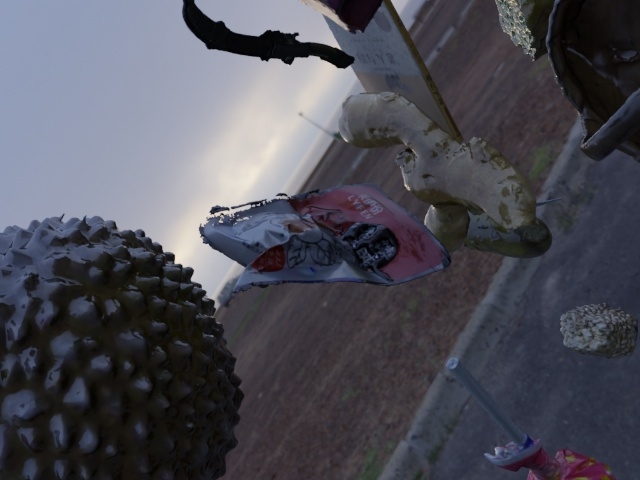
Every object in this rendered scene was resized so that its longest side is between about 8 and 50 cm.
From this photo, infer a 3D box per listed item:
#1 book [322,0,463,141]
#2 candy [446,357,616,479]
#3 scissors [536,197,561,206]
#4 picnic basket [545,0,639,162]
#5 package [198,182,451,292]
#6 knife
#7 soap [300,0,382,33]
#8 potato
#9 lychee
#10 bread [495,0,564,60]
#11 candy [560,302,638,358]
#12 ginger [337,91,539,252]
[{"bbox_3d":[0.151,-0.381,1.599,0.032,0.389,0.269,-44,32,-13],"label":"book"},{"bbox_3d":[0.252,0.252,0.865,0.124,0.365,0.124,-30,31,21],"label":"candy"},{"bbox_3d":[0.363,-0.060,1.210,0.083,0.036,0.006,-16,54,34],"label":"scissors"},{"bbox_3d":[0.436,-0.224,0.897,0.293,0.337,0.337,-54,6,38],"label":"picnic basket"},{"bbox_3d":[0.000,0.000,0.868,0.270,0.194,0.071,-8,-41,-31],"label":"package"},{"bbox_3d":[-0.050,-0.204,0.759,0.021,0.222,0.045,36,112,47],"label":"knife"},{"bbox_3d":[0.036,-0.356,0.721,0.250,0.162,0.099,-58,-24,9],"label":"soap"},{"bbox_3d":[0.392,-0.026,1.566,0.251,0.149,0.113,8,73,48],"label":"potato"},{"bbox_3d":[-0.271,0.168,0.790,0.432,0.381,0.380,103,-169,-48],"label":"lychee"},{"bbox_3d":[0.478,-0.500,1.432,0.252,0.196,0.238,-30,33,7],"label":"bread"},{"bbox_3d":[0.437,0.143,1.132,0.095,0.110,0.085,7,93,49],"label":"candy"},{"bbox_3d":[0.210,-0.138,1.268,0.122,0.363,0.348,-33,7,-26],"label":"ginger"}]
